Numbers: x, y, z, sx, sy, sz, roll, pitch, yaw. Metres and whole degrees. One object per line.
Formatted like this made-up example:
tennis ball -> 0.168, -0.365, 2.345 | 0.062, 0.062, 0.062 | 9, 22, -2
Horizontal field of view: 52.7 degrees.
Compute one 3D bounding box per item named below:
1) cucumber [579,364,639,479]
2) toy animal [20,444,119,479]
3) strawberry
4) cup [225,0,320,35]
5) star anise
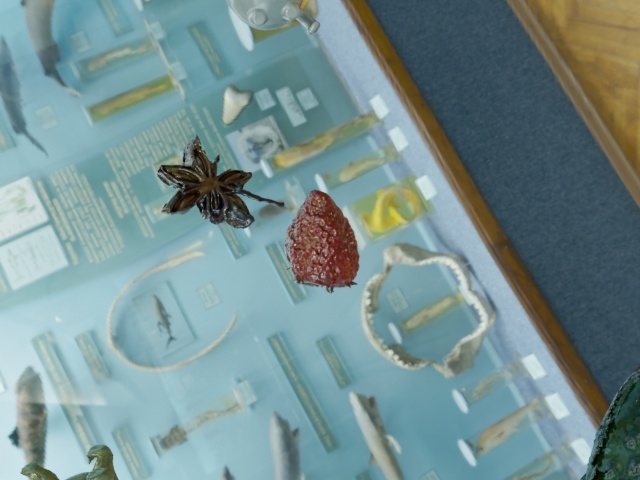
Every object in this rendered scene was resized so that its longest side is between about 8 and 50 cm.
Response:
cucumber -> 0.134, 0.139, 0.271 | 0.069, 0.227, 0.069 | 25, 145, 19
toy animal -> -0.414, 0.414, 1.050 | 0.103, 0.218, 0.101 | -91, -16, -72
strawberry -> 0.005, 0.002, 1.009 | 0.131, 0.131, 0.148 | -165, 90, -73
cup -> -0.088, -0.415, 1.115 | 0.173, 0.134, 0.142 | 65, 178, -37
star anise -> -0.119, -0.061, 0.816 | 0.070, 0.190, 0.097 | -26, 58, 50
